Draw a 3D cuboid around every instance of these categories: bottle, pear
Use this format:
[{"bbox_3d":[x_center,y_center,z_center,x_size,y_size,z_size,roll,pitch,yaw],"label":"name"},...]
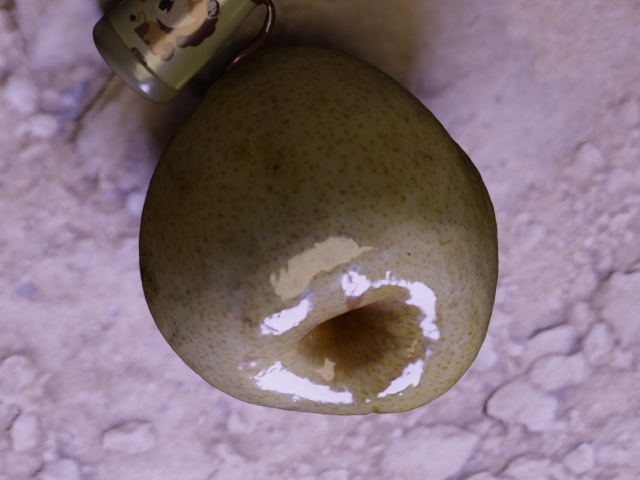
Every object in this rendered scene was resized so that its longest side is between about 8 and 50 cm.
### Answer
[{"bbox_3d":[-0.049,-0.107,0.710,0.101,0.047,0.063,-42,117,13],"label":"bottle"},{"bbox_3d":[0.000,0.000,0.751,0.167,0.136,0.167,-10,131,-11],"label":"pear"}]
